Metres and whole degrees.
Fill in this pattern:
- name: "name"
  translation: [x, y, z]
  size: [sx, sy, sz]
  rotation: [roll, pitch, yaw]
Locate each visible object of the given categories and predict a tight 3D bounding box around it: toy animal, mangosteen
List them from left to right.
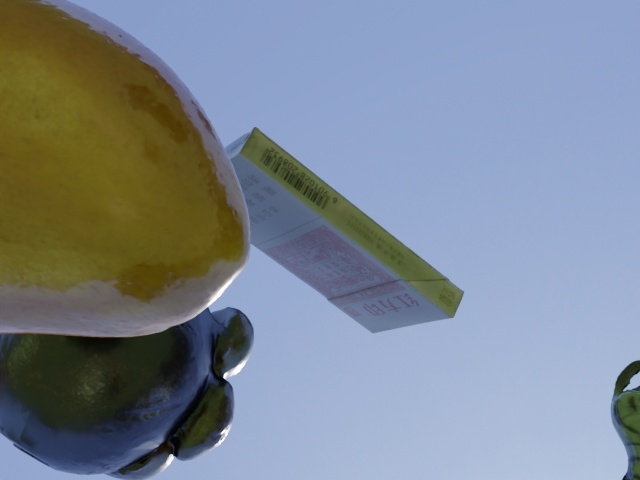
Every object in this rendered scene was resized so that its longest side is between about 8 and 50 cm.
- name: "mangosteen"
  translation: [-0.170, 0.101, 0.760]
  size: [0.209, 0.210, 0.210]
  rotation: [-5, -121, 9]
- name: "toy animal"
  translation: [0.381, 0.245, 1.066]
  size: [0.175, 0.073, 0.217]
  rotation: [-20, -122, 18]

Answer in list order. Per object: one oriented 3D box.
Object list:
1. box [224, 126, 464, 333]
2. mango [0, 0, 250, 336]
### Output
- name: "box"
  translation: [0.000, 0.001, 1.249]
  size: [0.365, 0.204, 0.051]
  rotation: [37, -117, -18]
- name: "mango"
  translation: [-0.153, -0.041, 0.482]
  size: [0.256, 0.138, 0.187]
  rotation: [8, -98, 19]
